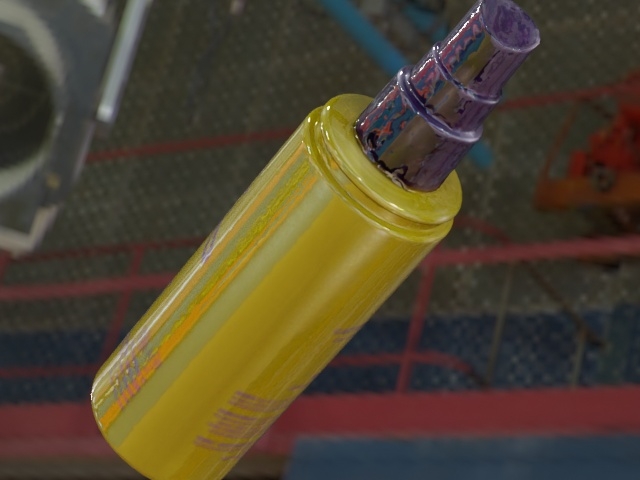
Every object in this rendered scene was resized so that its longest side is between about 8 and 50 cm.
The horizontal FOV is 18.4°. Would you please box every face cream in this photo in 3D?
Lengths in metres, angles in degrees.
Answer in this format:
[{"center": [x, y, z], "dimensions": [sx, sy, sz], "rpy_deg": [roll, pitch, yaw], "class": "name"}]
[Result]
[{"center": [0.000, 0.000, 0.848], "dimensions": [0.078, 0.078, 0.273], "rpy_deg": [26, -55, -23], "class": "face cream"}]
